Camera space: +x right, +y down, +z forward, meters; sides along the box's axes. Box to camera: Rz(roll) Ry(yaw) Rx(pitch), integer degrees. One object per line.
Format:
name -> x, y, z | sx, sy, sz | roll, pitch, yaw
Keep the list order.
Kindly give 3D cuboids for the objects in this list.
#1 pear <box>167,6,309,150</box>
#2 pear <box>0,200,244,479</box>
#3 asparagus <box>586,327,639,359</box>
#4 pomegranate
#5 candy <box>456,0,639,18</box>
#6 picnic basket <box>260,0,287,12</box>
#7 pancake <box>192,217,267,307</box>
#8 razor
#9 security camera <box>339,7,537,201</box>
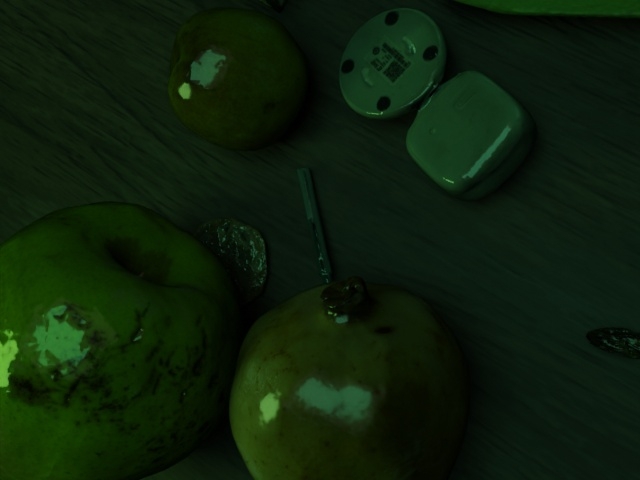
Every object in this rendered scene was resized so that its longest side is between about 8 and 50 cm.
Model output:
pear -> -0.116, -0.222, 1.226 | 0.200, 0.200, 0.200 | -3, 82, 21
pear -> -0.286, 0.151, 1.157 | 0.391, 0.391, 0.391 | -3, 82, 21
asparagus -> 0.396, 0.127, 1.063 | 0.165, 0.030, 0.036 | 11, 96, 22
pomegranate -> 0.037, 0.194, 1.070 | 0.307, 0.307, 0.307 | -3, 82, 21
candy -> 0.306, -0.353, 1.118 | 0.343, 0.132, 0.142 | 12, 130, 24
picnic basket -> -0.086, -0.457, 1.273 | 0.154, 0.134, 0.196 | 35, 96, 18
pancake -> -0.136, 0.033, 1.284 | 0.139, 0.022, 0.139 | -3, 82, 22
razor -> -0.003, -0.002, 1.231 | 0.084, 0.036, 0.211 | -18, 77, 16
security camera -> 0.145, -0.182, 1.180 | 0.157, 0.080, 0.301 | -47, 60, 12
